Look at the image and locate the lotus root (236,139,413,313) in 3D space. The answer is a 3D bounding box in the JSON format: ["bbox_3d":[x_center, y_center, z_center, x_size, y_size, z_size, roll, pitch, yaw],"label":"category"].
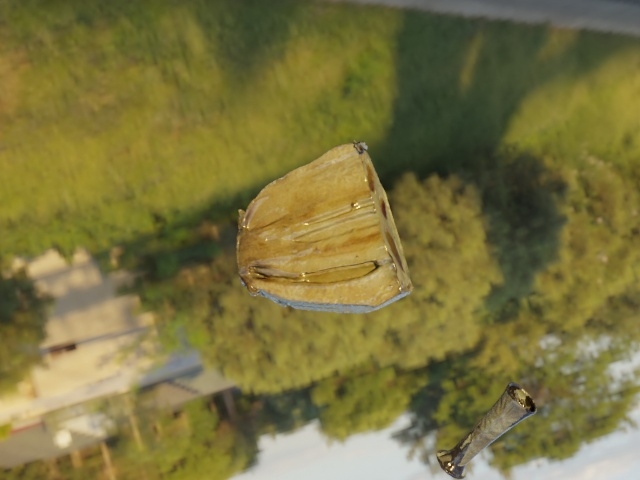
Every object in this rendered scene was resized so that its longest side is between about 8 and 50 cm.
[{"bbox_3d":[0.001,-0.001,1.043,0.144,0.143,0.070,-12,168,18],"label":"lotus root"}]

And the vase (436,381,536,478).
[{"bbox_3d":[0.249,0.288,1.835,0.167,0.059,0.059,-48,162,23],"label":"vase"}]
